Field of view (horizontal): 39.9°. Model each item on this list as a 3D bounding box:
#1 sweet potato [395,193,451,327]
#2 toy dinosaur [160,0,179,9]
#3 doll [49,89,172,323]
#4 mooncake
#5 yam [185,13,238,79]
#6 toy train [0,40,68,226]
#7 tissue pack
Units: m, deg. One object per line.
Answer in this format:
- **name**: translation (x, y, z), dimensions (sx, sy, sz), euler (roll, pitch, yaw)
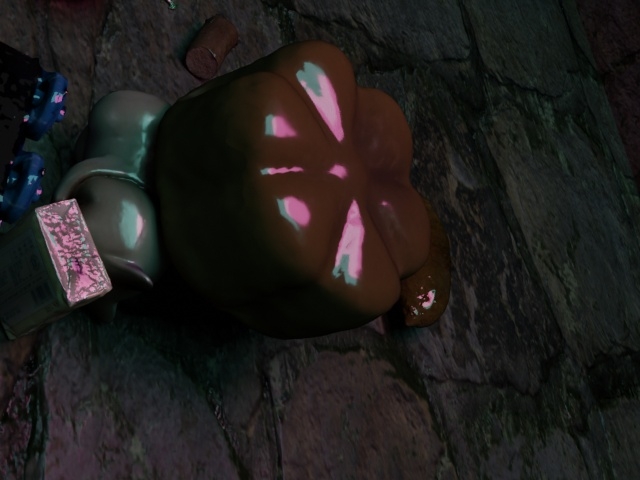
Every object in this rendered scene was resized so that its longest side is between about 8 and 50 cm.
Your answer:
- **sweet potato**: translation (0.232, 0.041, 1.978), dimensions (0.130, 0.130, 0.422), euler (37, 39, -24)
- **toy dinosaur**: translation (-0.308, -0.518, 1.845), dimensions (0.062, 0.021, 0.083), euler (57, 45, -13)
- **doll**: translation (-0.319, -0.077, 1.429), dimensions (0.226, 0.215, 0.370), euler (36, 48, -25)
- **mooncake**: translation (-0.034, -0.077, 1.426), dimensions (0.467, 0.262, 0.466), euler (21, 62, -47)
- **yam**: translation (-0.223, -0.399, 1.815), dimensions (0.084, 0.084, 0.127), euler (41, 41, -19)
- **toy train**: translation (-0.495, -0.137, 1.251), dimensions (0.188, 0.265, 0.300), euler (24, 56, -31)
- **tissue pack**: translation (-0.404, 0.045, 1.281), dimensions (0.092, 0.196, 0.148), euler (-18, 84, -49)
